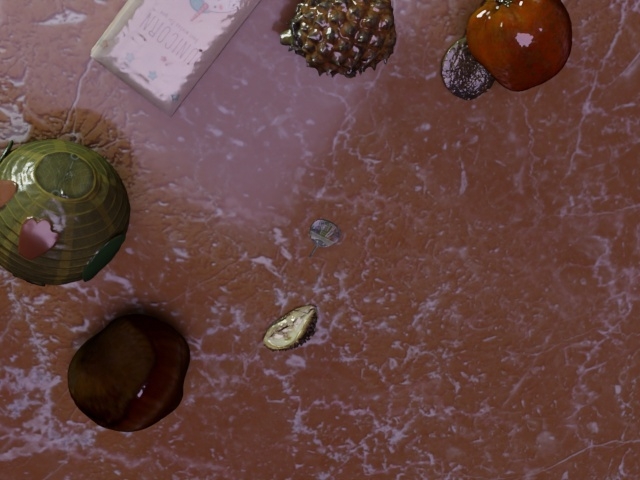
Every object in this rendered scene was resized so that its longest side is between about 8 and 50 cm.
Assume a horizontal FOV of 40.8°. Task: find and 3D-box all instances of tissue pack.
[{"bbox_3d":[-0.217,-0.384,1.421,0.170,0.071,0.325,35,104,-21],"label":"tissue pack"}]

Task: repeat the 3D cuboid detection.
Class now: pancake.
[{"bbox_3d":[0.271,-0.310,1.553,0.114,0.011,0.115,-3,112,-9],"label":"pancake"}]

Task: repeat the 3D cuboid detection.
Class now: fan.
[{"bbox_3d":[-0.002,-0.008,1.638,0.080,0.003,0.060,-32,112,5],"label":"fan"}]

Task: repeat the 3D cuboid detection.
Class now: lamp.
[{"bbox_3d":[-0.452,-0.037,1.450,0.250,0.250,0.284,18,147,-15],"label":"lamp"}]

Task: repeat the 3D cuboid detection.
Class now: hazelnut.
[{"bbox_3d":[-0.349,0.254,1.597,0.229,0.229,0.230,-3,112,-7],"label":"hazelnut"}]

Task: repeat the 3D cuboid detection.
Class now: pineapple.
[{"bbox_3d":[0.027,-0.348,1.427,0.193,0.166,0.166,-10,113,-1],"label":"pineapple"}]

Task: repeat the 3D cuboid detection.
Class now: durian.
[{"bbox_3d":[-0.052,0.179,1.695,0.130,0.052,0.066,-34,74,3],"label":"durian"}]

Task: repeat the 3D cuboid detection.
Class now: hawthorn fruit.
[{"bbox_3d":[0.342,-0.346,1.469,0.189,0.189,0.189,-3,112,-7],"label":"hawthorn fruit"}]
